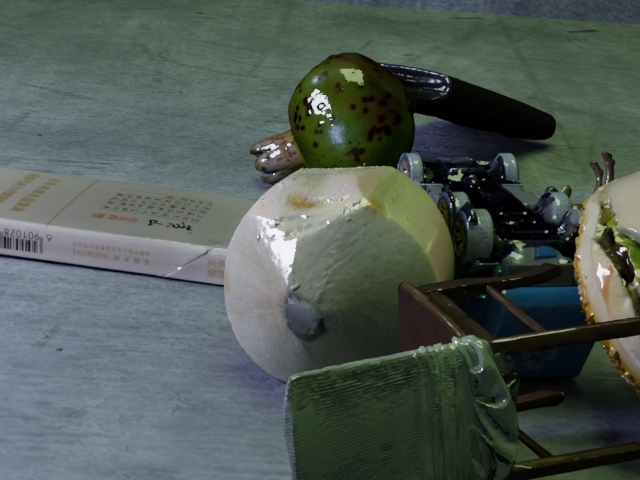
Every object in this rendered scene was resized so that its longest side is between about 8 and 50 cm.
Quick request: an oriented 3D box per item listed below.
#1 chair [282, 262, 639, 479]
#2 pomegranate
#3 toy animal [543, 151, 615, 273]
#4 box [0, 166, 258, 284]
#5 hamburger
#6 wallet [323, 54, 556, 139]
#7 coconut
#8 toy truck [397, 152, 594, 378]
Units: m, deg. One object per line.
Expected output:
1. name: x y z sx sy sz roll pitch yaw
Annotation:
1. chair: 0.098 0.133 1.204 0.319 0.160 0.186 -10 20 -17
2. pomegranate: 0.019 -0.152 1.989 0.247 0.202 0.202 -20 15 13
3. toy animal: 0.337 -0.018 1.782 0.214 0.186 0.094 25 -12 -5
4. box: -0.255 -0.022 1.742 0.365 0.051 0.204 7 19 8
5. hamburger: 0.362 0.054 1.337 0.170 0.302 0.302 -34 3 26
6. wallet: 0.194 -0.220 2.224 0.228 0.062 0.406 16 5 32
7. coconut: 0.019 0.034 1.407 0.241 0.241 0.241 4 19 -1
8. toy truck: 0.183 0.018 1.540 0.146 0.175 0.367 1 20 -13
